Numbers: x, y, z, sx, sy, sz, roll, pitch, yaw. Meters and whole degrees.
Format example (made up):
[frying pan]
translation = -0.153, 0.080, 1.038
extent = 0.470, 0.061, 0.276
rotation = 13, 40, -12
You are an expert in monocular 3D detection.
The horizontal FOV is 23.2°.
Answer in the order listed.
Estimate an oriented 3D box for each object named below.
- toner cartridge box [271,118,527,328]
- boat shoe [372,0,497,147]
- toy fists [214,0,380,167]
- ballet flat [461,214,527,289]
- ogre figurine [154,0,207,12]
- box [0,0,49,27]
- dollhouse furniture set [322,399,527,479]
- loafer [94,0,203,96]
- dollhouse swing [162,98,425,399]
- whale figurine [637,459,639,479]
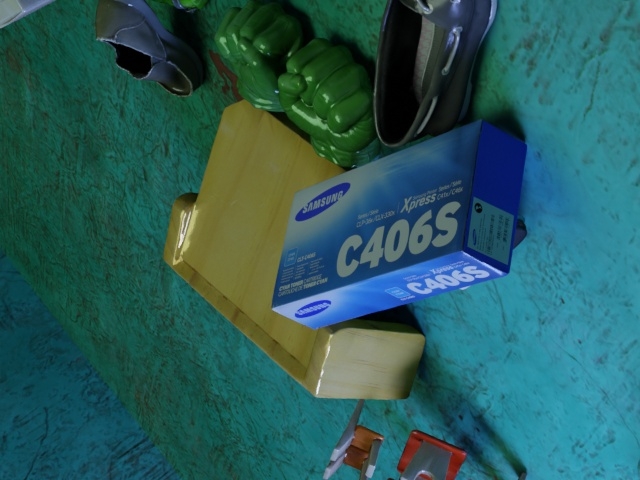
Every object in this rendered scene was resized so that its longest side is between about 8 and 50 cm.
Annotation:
[toner cartridge box]
translation = 0.085, -0.012, 1.815
extent = 0.075, 0.165, 0.348
rotation = 27, 152, -30
[boat shoe]
translation = 0.115, -0.224, 1.684
extent = 0.112, 0.095, 0.335
rotation = 43, 153, 28
[toy fists]
translation = -0.030, -0.206, 1.979
extent = 0.279, 0.096, 0.142
rotation = 39, 150, 36
[ballet flat]
translation = 0.157, 0.008, 1.886
extent = 0.280, 0.095, 0.096
rotation = 8, 84, 66
[ogre figurine]
translation = -0.254, -0.382, 2.177
extent = 0.118, 0.197, 0.096
rotation = -178, 101, -73
[box]
translation = -0.292, -0.403, 1.956
extent = 0.148, 0.311, 0.121
rotation = 61, 156, -11
[dollhouse furniture set]
translation = 0.149, 0.339, 2.243
extent = 0.262, 0.135, 0.259
rotation = 24, 150, 6
[loafer]
translation = -0.254, -0.266, 2.229
extent = 0.094, 0.087, 0.251
rotation = 10, 161, 31
[dollhouse swing]
translation = 0.000, 0.000, 2.195
extent = 0.347, 0.315, 0.305
rotation = 39, 108, 34
[whale figurine]
translation = 0.422, 0.382, 1.804
extent = 0.216, 0.141, 0.272
rotation = 18, 135, 55
